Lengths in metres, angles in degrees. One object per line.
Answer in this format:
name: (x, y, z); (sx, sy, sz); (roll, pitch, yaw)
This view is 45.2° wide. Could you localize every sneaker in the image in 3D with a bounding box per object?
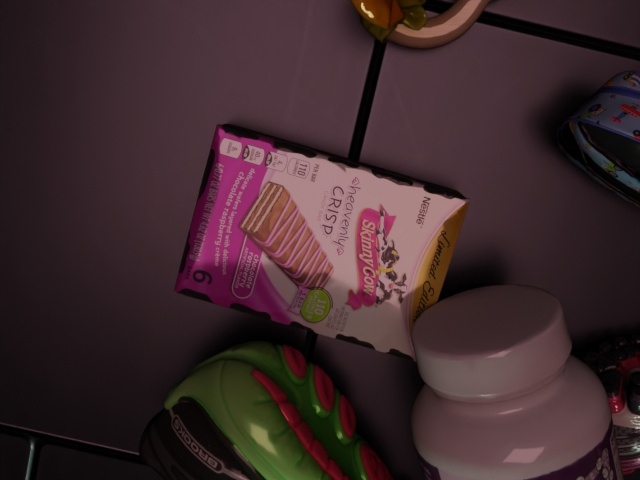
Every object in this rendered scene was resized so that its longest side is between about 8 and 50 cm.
sneaker: (0.393, 0.142, 0.712); (0.298, 0.121, 0.112); (-7, 116, 9)
sneaker: (0.001, 0.321, 0.737); (0.202, 0.185, 0.483); (-27, 96, 24)

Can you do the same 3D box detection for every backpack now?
backpack: (0.297, -0.083, 0.652); (0.173, 0.158, 0.117); (31, 91, 8)

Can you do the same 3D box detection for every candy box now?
candy box: (0.000, 0.000, 0.709); (0.233, 0.071, 0.159); (15, 100, -2)

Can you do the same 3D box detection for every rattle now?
rattle: (0.119, -0.240, 0.633); (0.199, 0.143, 0.130); (-11, 81, 9)

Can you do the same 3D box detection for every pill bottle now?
pill bottle: (0.174, 0.199, 0.673); (0.169, 0.169, 0.302); (-16, 108, 4)
